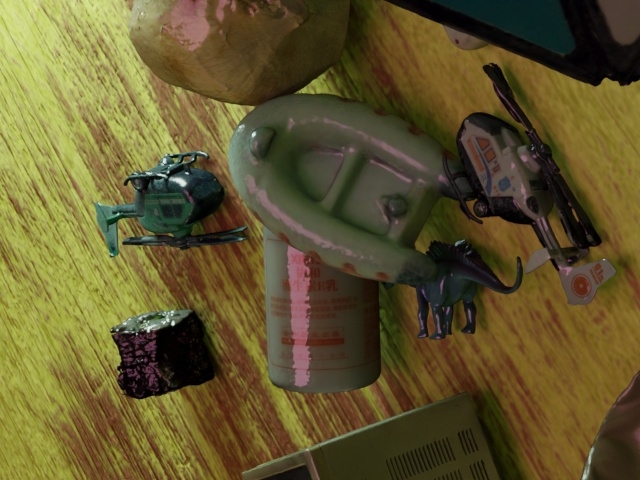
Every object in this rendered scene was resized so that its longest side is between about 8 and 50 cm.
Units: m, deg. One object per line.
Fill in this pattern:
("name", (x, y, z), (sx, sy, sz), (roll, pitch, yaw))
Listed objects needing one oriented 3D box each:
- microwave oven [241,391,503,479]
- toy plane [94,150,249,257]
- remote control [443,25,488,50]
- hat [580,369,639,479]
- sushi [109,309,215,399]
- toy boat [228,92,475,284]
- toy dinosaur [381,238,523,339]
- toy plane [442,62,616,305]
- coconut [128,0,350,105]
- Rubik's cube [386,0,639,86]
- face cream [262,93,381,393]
("microwave oven", (0.072, 0.267, 1.322), (0.145, 0.194, 0.241), (-31, 77, 57))
("toy plane", (-0.161, -0.033, 1.630), (0.235, 0.060, 0.096), (-3, 112, 48))
("remote control", (0.124, -0.202, 1.223), (0.074, 0.032, 0.122), (58, 141, 20))
("hat", (0.278, 0.172, 1.120), (0.173, 0.166, 0.144), (32, 170, 4))
("sushi", (-0.161, 0.114, 1.659), (0.094, 0.098, 0.084), (-11, 97, 34))
("toy boat", (0.019, -0.048, 1.297), (0.207, 0.079, 0.134), (28, 90, 17))
("toy dinosaur", (0.104, 0.039, 1.319), (0.197, 0.045, 0.080), (-8, 86, 60))
("toy plane", (0.154, -0.034, 1.228), (0.078, 0.053, 0.197), (-45, 62, 39))
("coconut", (-0.065, -0.199, 1.351), (0.194, 0.194, 0.194), (21, 118, 47))
("Rubik's cube", (0.112, -0.312, 0.900), (0.307, 0.305, 0.310), (-84, 20, -45))
("face cream", (0.000, 0.000, 1.392), (0.101, 0.101, 0.252), (10, 105, 50))
